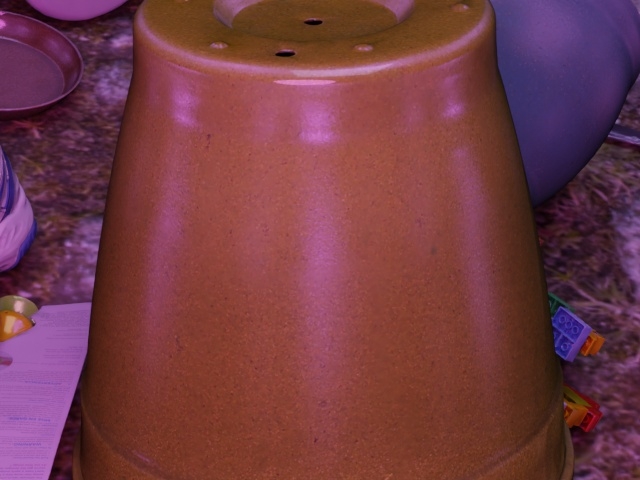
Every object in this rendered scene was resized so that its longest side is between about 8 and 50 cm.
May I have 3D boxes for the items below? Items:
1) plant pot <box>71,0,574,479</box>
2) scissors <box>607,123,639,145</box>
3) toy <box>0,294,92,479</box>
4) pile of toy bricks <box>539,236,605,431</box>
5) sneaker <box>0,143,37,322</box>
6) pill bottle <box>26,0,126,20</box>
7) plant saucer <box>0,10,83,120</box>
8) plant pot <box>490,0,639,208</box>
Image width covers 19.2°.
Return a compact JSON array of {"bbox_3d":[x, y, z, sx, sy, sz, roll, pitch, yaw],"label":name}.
[{"bbox_3d":[0.000,0.000,1.307,0.367,0.353,0.366,-1,27,0],"label":"plant pot"},{"bbox_3d":[0.220,-0.117,1.837,0.297,0.021,0.109,27,39,18],"label":"scissors"},{"bbox_3d":[-0.244,0.125,1.396,0.137,0.056,0.237,-2,32,5],"label":"toy"},{"bbox_3d":[0.174,0.063,1.548,0.105,0.118,0.212,17,17,-44],"label":"pile of toy bricks"},{"bbox_3d":[-0.302,0.002,1.445,0.112,0.131,0.296,-10,28,7],"label":"sneaker"},{"bbox_3d":[-0.303,-0.371,1.904,0.176,0.176,0.318,-19,47,-32],"label":"pill bottle"},{"bbox_3d":[-0.305,-0.159,1.754,0.168,0.029,0.168,9,36,-6],"label":"plant saucer"},{"bbox_3d":[0.114,-0.119,1.637,0.293,0.293,0.196,17,66,8],"label":"plant pot"}]
